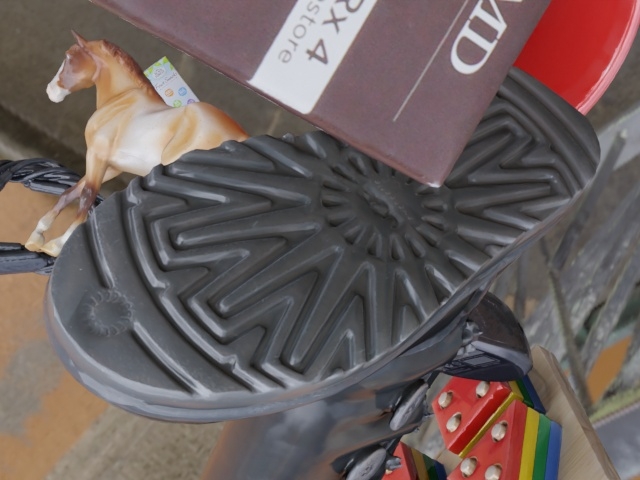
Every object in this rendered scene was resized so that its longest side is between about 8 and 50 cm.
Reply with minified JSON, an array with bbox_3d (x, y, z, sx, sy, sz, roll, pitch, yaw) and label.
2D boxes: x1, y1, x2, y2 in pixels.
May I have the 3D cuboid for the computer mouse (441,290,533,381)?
[{"bbox_3d":[0.086,0.059,1.075,0.272,0.072,0.188,23,156,-27],"label":"computer mouse"}]

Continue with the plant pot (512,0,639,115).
[{"bbox_3d":[0.075,-0.220,0.903,0.274,0.243,0.275,-13,129,-16],"label":"plant pot"}]

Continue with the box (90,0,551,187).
[{"bbox_3d":[-0.031,-0.150,0.368,0.203,0.167,0.168,25,98,-37],"label":"box"}]

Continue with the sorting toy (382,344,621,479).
[{"bbox_3d":[0.151,0.247,1.157,0.089,0.255,0.257,32,108,-17],"label":"sorting toy"}]

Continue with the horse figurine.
[{"bbox_3d":[-0.124,-0.052,0.860,0.263,0.174,0.066,17,166,37],"label":"horse figurine"}]

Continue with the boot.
[{"bbox_3d":[-0.037,0.112,0.785,0.146,0.367,0.445,54,144,21],"label":"boot"}]

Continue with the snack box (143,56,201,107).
[{"bbox_3d":[-0.167,-0.139,1.286,0.100,0.037,0.141,51,162,-10],"label":"snack box"}]

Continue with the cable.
[{"bbox_3d":[-0.337,-0.030,1.362,0.047,0.184,0.151,115,143,-55],"label":"cable"}]
